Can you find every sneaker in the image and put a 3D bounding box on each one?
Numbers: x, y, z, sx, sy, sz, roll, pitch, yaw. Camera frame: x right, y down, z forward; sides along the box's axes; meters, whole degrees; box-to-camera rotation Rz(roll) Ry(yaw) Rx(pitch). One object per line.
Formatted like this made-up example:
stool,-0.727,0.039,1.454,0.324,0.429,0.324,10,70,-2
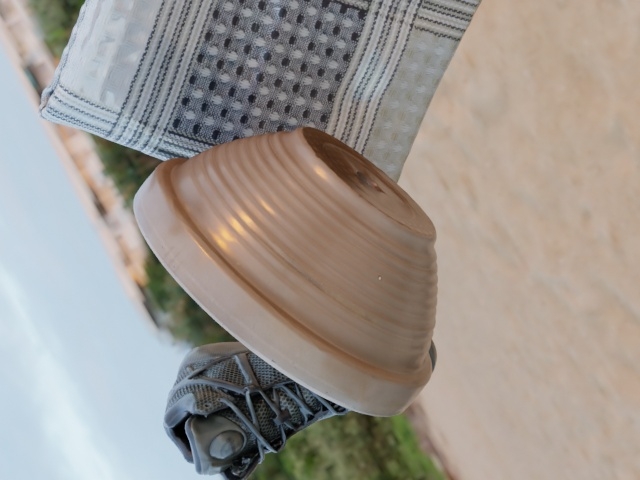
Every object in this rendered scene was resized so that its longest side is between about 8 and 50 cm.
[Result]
sneaker,-0.023,0.126,1.155,0.130,0.227,0.087,-66,-39,-55

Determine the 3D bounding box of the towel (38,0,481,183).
towel,-0.012,-0.190,1.127,0.312,0.324,0.056,18,-167,-28

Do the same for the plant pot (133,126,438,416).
plant pot,0.000,0.000,1.018,0.237,0.110,0.237,36,-167,-10
